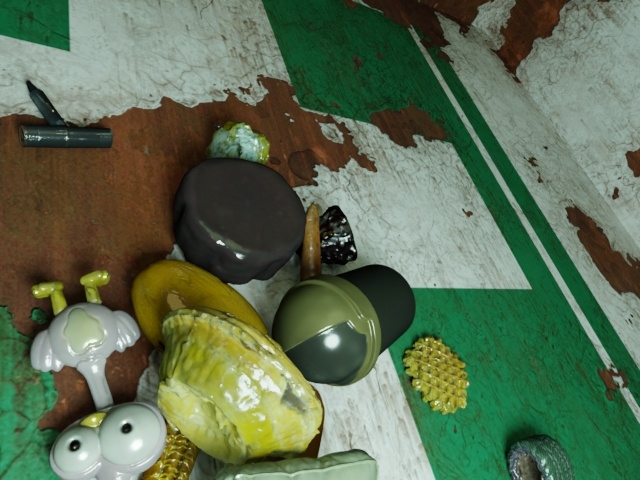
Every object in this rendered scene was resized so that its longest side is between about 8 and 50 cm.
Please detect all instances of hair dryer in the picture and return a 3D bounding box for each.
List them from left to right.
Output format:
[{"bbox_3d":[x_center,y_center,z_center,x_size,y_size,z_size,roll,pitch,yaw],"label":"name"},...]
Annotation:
[{"bbox_3d":[-0.557,-0.272,1.073,0.173,0.050,0.195,-5,55,-42],"label":"hair dryer"}]

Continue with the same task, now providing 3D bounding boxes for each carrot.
[{"bbox_3d":[-0.021,0.022,1.116,0.057,0.057,0.224,3,85,-34],"label":"carrot"}]

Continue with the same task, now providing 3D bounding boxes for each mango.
[{"bbox_3d":[-0.209,0.151,0.906,0.295,0.120,0.177,42,38,-6],"label":"mango"}]

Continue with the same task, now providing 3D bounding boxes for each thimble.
[{"bbox_3d":[0.480,0.502,1.102,0.090,0.118,0.135,-1,71,-30],"label":"thimble"}]

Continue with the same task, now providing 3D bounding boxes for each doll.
[{"bbox_3d":[-0.341,0.220,0.765,0.160,0.094,0.365,-13,60,-26],"label":"doll"}]

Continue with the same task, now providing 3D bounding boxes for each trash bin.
[{"bbox_3d":[0.044,0.163,0.989,0.214,0.214,0.334,54,29,15],"label":"trash bin"}]

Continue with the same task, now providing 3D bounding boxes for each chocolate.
[{"bbox_3d":[0.000,0.000,1.197,0.133,0.156,0.156,-18,64,-13],"label":"chocolate"}]

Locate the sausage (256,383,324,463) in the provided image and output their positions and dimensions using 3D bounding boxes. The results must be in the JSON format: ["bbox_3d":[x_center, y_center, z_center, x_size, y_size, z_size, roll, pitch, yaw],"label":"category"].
[{"bbox_3d":[-0.056,0.365,0.846,0.105,0.105,0.274,29,43,-12],"label":"sausage"}]

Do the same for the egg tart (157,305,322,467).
[{"bbox_3d":[-0.136,0.224,0.726,0.290,0.290,0.115,41,47,1],"label":"egg tart"}]

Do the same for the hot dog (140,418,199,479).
[{"bbox_3d":[-0.231,0.344,0.778,0.071,0.045,0.165,29,42,-16],"label":"hot dog"}]

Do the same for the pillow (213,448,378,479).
[{"bbox_3d":[-0.046,0.452,0.679,0.255,0.120,0.322,9,90,-32],"label":"pillow"}]

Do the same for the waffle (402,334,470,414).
[{"bbox_3d":[0.273,0.310,1.174,0.191,0.038,0.191,20,46,-22],"label":"waffle"}]

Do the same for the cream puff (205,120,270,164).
[{"bbox_3d":[-0.195,-0.203,1.214,0.156,0.121,0.156,9,74,-32],"label":"cream puff"}]

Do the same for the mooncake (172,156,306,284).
[{"bbox_3d":[-0.175,-0.042,1.073,0.283,0.141,0.283,17,52,-23],"label":"mooncake"}]
